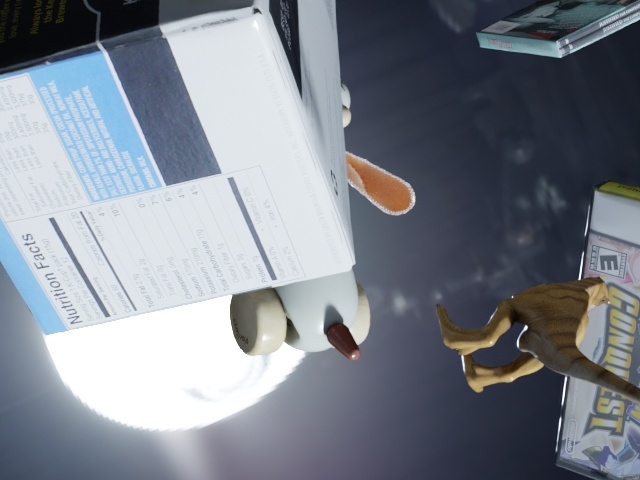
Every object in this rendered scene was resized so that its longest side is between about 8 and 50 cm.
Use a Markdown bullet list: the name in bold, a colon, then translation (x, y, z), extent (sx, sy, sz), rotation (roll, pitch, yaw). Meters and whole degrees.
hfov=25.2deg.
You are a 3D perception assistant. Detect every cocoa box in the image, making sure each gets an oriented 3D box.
- **cocoa box**: translation (-0.119, -0.146, 1.011), extent (0.347, 0.228, 0.231), rotation (-93, 167, -47)

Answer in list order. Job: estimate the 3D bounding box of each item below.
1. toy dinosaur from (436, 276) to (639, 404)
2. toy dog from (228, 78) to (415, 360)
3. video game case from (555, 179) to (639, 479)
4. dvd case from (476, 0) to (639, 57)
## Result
- **toy dinosaur**: translation (0.128, 0.051, 0.809), extent (0.211, 0.112, 0.064), rotation (-58, 127, -71)
- **toy dog**: translation (0.000, 0.000, 1.565), extent (0.161, 0.220, 0.333), rotation (29, -39, 51)
- **video game case**: translation (0.333, 0.107, 1.230), extent (0.248, 0.035, 0.274), rotation (17, -68, 33)
- **dvd case**: translation (0.168, -0.145, 0.891), extent (0.087, 0.119, 0.013), rotation (22, -46, 60)
